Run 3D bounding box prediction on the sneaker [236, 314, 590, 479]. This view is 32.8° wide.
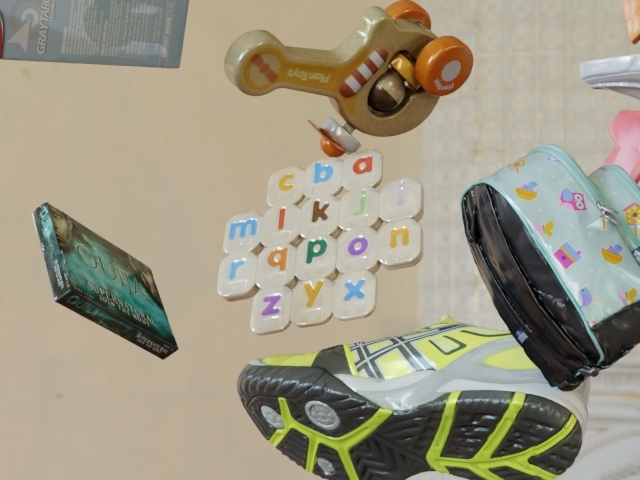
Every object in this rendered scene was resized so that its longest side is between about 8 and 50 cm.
[{"bbox_3d":[0.091,0.156,1.104,0.384,0.145,0.147,0,36,30],"label":"sneaker"}]

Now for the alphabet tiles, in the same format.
[{"bbox_3d":[0.000,0.000,1.433,0.284,0.278,0.021,-12,-41,19],"label":"alphabet tiles"}]

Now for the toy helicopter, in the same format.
[{"bbox_3d":[0.020,-0.209,1.473,0.355,0.235,0.140,1,36,-37],"label":"toy helicopter"}]

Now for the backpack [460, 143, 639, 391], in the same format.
[{"bbox_3d":[0.208,0.011,0.920,0.144,0.188,0.166,-35,-13,-11],"label":"backpack"}]

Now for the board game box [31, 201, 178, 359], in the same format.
[{"bbox_3d":[-0.233,0.046,1.182,0.026,0.126,0.186,-34,-36,12],"label":"board game box"}]

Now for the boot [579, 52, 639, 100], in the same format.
[{"bbox_3d":[0.449,-0.170,1.354,0.258,0.124,0.095,4,7,31],"label":"boot"}]

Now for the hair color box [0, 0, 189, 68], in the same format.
[{"bbox_3d":[-0.374,-0.300,1.403,0.185,0.114,0.374,22,20,39],"label":"hair color box"}]

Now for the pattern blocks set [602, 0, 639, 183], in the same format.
[{"bbox_3d":[0.423,-0.193,1.048,0.285,0.325,0.026,12,1,34],"label":"pattern blocks set"}]
